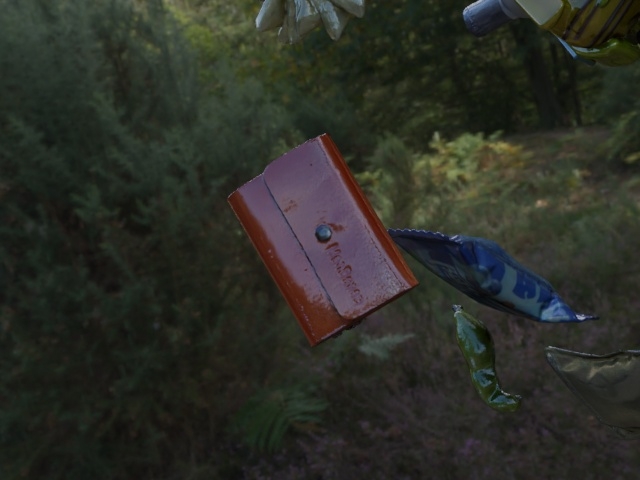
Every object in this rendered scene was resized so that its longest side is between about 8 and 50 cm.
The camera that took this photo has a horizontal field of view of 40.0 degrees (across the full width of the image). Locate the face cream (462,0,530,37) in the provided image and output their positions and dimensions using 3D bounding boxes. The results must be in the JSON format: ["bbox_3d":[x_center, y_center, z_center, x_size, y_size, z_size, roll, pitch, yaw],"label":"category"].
[{"bbox_3d":[0.335,-0.379,1.271,0.144,0.070,0.291,13,-23,-42],"label":"face cream"}]

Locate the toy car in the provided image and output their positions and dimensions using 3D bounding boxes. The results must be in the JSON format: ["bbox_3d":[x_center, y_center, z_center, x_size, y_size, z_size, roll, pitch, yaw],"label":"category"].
[{"bbox_3d":[0.299,-0.302,0.869,0.142,0.247,0.200,14,32,-28],"label":"toy car"}]

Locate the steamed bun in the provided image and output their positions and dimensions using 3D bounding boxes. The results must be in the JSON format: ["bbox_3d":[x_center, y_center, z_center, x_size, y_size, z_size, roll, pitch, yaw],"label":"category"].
[{"bbox_3d":[0.005,-0.476,1.555,0.428,0.247,0.189,-13,13,42],"label":"steamed bun"}]

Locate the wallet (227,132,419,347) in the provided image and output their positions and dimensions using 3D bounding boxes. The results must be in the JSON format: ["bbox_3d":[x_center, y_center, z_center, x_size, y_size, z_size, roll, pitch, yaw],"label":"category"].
[{"bbox_3d":[0.000,0.000,0.987,0.142,0.204,0.045,-32,-10,9],"label":"wallet"}]

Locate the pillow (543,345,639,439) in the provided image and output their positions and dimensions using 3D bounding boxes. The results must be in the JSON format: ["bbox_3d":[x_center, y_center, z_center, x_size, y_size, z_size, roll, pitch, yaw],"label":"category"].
[{"bbox_3d":[0.297,0.150,0.843,0.033,0.130,0.217,-41,4,-15],"label":"pillow"}]

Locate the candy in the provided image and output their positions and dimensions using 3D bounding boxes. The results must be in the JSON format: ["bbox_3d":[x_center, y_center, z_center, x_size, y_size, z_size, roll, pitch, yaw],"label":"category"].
[{"bbox_3d":[0.255,0.054,1.348,0.331,0.077,0.187,31,-14,-26],"label":"candy"}]

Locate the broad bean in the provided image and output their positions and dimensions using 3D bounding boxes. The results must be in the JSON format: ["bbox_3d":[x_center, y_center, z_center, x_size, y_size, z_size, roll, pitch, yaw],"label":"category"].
[{"bbox_3d":[0.269,0.196,1.470,0.048,0.213,0.070,2,-38,-43],"label":"broad bean"}]
